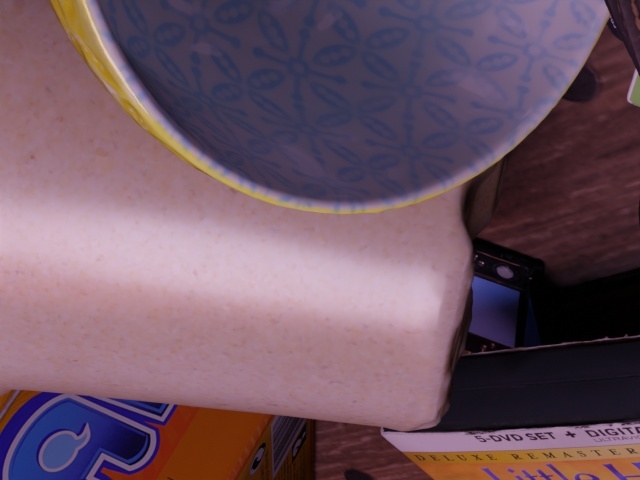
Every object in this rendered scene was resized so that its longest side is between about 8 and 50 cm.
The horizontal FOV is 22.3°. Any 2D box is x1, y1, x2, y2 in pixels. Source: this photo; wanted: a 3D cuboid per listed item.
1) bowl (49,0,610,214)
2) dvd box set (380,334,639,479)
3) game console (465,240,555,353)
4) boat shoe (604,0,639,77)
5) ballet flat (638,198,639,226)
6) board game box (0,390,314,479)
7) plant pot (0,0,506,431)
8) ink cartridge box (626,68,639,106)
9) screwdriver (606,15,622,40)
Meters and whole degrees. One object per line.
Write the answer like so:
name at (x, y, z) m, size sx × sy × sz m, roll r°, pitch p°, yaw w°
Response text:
bowl at (-0.015, -0.166, 0.695) m, size 0.156 × 0.289 × 0.289 m, roll 20°, pitch 153°, yaw 54°
dvd box set at (0.279, 0.200, 1.023) m, size 0.307 × 0.062 × 0.420 m, roll -10°, pitch 137°, yaw 45°
game console at (0.115, 0.069, 1.077) m, size 0.107 × 0.071 × 0.122 m, roll 20°, pitch 146°, yaw 16°
boat shoe at (0.199, -0.038, 0.609) m, size 0.132 × 0.130 × 0.355 m, roll -20°, pitch 140°, yaw 24°
ballet flat at (0.227, -0.028, 0.826) m, size 0.095 × 0.096 × 0.280 m, roll 28°, pitch 149°, yaw 1°
board game box at (-0.239, 0.237, 1.330) m, size 0.356 × 0.356 × 0.356 m, roll 22°, pitch 147°, yaw 14°
plant pot at (-0.058, -0.037, 0.879) m, size 0.305 × 0.334 × 0.334 m, roll 13°, pitch 146°, yaw 8°
ink cartridge box at (0.191, -0.149, 0.674) m, size 0.062 × 0.109 × 0.209 m, roll 22°, pitch 147°, yaw 13°
screwdriver at (0.169, -0.070, 0.800) m, size 0.025 × 0.024 × 0.170 m, roll -26°, pitch 81°, yaw 43°
